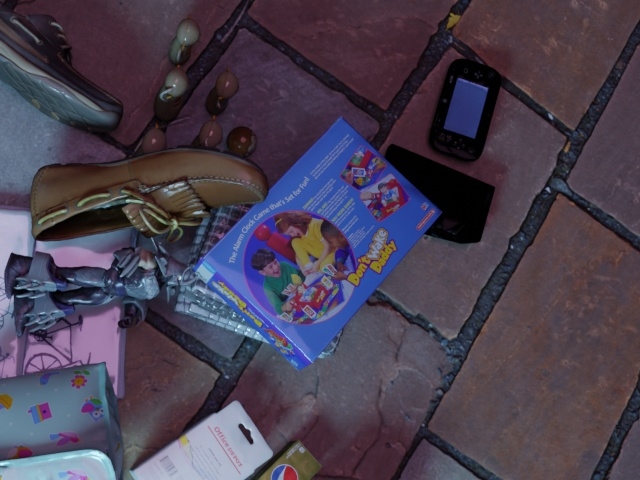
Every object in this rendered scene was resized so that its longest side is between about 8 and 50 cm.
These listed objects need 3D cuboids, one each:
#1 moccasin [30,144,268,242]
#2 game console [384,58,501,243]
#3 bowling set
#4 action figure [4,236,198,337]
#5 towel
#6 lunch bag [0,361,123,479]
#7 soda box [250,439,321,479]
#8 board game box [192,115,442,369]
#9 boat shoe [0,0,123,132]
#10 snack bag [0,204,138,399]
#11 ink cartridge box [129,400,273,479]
[{"bbox_3d":[-0.267,-0.059,1.574,0.380,0.139,0.146,-4,66,6],"label":"moccasin"},{"bbox_3d":[0.235,-0.178,1.898,0.213,0.044,0.361,21,71,-11],"label":"game console"},{"bbox_3d":[-0.187,-0.222,1.721,0.200,0.154,0.286,15,74,-13],"label":"bowling set"},{"bbox_3d":[-0.329,0.071,1.574,0.285,0.185,0.099,-6,50,-5],"label":"action figure"},{"bbox_3d":[-0.077,0.045,1.709,0.284,0.121,0.235,21,71,-11],"label":"towel"},{"bbox_3d":[-0.395,0.327,1.476,0.224,0.160,0.262,-8,54,-8],"label":"lunch bag"},{"bbox_3d":[-0.086,0.406,1.652,0.181,0.058,0.061,-42,92,-21],"label":"soda box"},{"bbox_3d":[0.000,0.000,1.642,0.233,0.078,0.347,44,66,-2],"label":"board game box"},{"bbox_3d":[-0.467,-0.309,1.670,0.355,0.132,0.130,32,70,-9],"label":"boat shoe"},{"bbox_3d":[-0.465,0.100,1.623,0.343,0.037,0.323,6,75,-16],"label":"snack bag"},{"bbox_3d":[-0.188,0.354,1.630,0.198,0.067,0.115,-33,88,-19],"label":"ink cartridge box"}]
